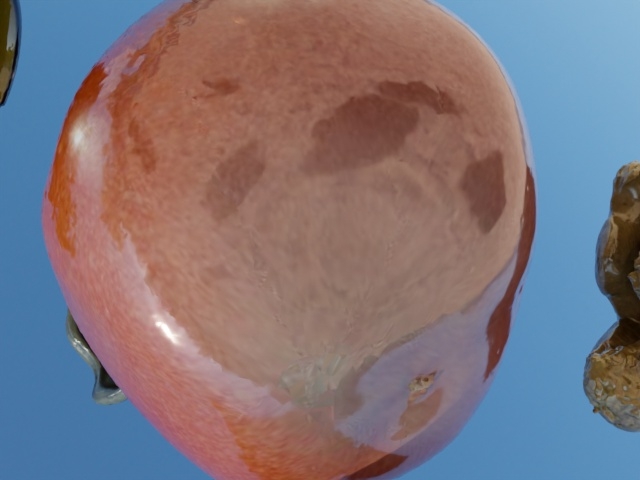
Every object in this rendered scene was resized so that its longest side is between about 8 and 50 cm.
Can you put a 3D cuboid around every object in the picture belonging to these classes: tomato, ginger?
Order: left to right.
[{"bbox_3d":[0.000,0.000,0.574,0.341,0.341,0.273,15,-160,-31],"label":"tomato"},{"bbox_3d":[0.328,0.102,0.716,0.236,0.166,0.375,-29,-84,-51],"label":"ginger"}]

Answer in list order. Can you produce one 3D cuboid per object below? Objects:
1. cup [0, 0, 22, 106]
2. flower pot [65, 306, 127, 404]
[{"bbox_3d":[-0.368,-0.149,0.651,0.256,0.255,0.178,23,-99,6],"label":"cup"},{"bbox_3d":[-0.226,0.098,1.221,0.213,0.302,0.302,-12,-116,-28],"label":"flower pot"}]
